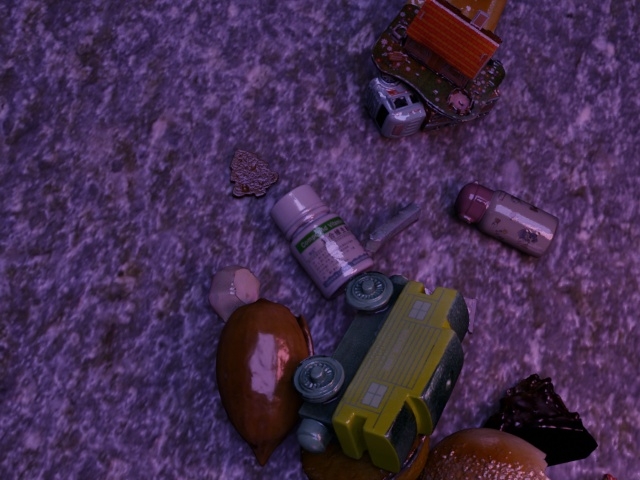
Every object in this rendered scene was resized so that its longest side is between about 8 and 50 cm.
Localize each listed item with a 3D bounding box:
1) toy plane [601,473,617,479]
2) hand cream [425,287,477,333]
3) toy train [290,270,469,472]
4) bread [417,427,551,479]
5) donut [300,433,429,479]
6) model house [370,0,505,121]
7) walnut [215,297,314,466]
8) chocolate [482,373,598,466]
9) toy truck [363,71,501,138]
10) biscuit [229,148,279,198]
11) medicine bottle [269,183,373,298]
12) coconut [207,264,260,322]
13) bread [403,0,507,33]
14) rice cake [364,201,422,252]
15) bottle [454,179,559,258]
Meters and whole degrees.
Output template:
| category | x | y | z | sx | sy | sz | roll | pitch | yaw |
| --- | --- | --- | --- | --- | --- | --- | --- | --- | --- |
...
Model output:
| category | x | y | z | sx | sy | sz | roll | pitch | yaw |
| --- | --- | --- | --- | --- | --- | --- | --- | --- | --- |
| toy plane | 0.604 | 0.588 | 1.717 | 0.077 | 0.126 | 0.194 | 2 | 67 | -35 |
| hand cream | 0.230 | 0.145 | 1.851 | 0.256 | 0.050 | 0.084 | 11 | 67 | -6 |
| toy train | 0.132 | 0.247 | 1.631 | 0.272 | 0.179 | 0.442 | 12 | 50 | 28 |
| bread | 0.290 | 0.474 | 1.613 | 0.171 | 0.314 | 0.192 | -16 | 63 | -50 |
| donut | 0.100 | 0.417 | 1.661 | 0.272 | 0.107 | 0.272 | -16 | 39 | 14 |
| model house | 0.280 | -0.431 | 1.851 | 0.293 | 0.154 | 0.207 | 36 | 69 | 4 |
| walnut | -0.117 | 0.287 | 1.681 | 0.208 | 0.209 | 0.337 | 3 | 71 | -6 |
| chocolate | 0.436 | 0.356 | 1.729 | 0.224 | 0.206 | 0.177 | -23 | 46 | 25 |
| toy truck | 0.268 | -0.343 | 1.972 | 0.305 | 0.136 | 0.162 | -17 | 74 | -13 |
| biscuit | -0.164 | -0.157 | 1.918 | 0.119 | 0.019 | 0.130 | -23 | 76 | -13 |
| medicine bottle | 0.000 | 0.000 | 1.824 | 0.139 | 0.139 | 0.237 | -32 | 77 | -16 |
| coconut | -0.187 | 0.119 | 1.774 | 0.110 | 0.110 | 0.125 | 7 | 67 | -4 |
| bread | 0.348 | -0.610 | 2.085 | 0.239 | 0.111 | 0.246 | 26 | 70 | 2 |
| rice cake | 0.165 | -0.028 | 1.856 | 0.034 | 0.043 | 0.211 | 32 | 40 | 21 |
| bottle | 0.424 | -0.054 | 1.905 | 0.233 | 0.110 | 0.110 | 26 | 70 | 2 |
